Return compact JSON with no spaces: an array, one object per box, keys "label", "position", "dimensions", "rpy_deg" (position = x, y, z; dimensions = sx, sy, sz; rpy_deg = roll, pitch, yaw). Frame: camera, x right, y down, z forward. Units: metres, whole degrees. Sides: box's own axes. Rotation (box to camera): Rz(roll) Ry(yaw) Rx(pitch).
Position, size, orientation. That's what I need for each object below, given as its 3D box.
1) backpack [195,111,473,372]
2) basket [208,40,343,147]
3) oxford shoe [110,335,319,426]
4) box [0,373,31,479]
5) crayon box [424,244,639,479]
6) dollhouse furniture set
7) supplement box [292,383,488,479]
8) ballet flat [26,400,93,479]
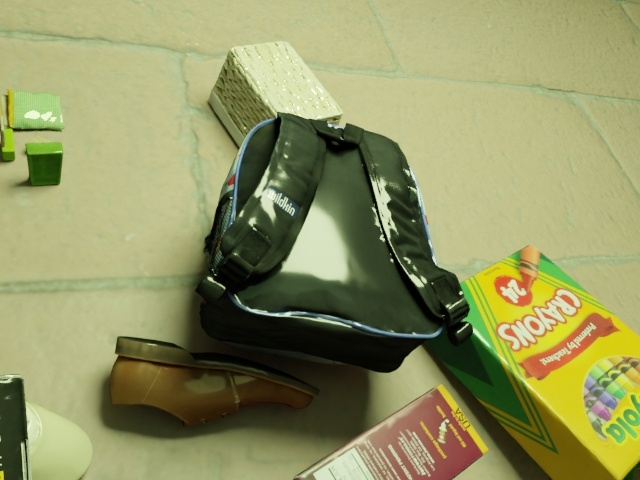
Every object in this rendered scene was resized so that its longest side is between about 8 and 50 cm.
[{"label":"backpack","position":[0.000,0.000,0.679],"dimensions":[0.276,0.213,0.264],"rpy_deg":[16,58,-20]},{"label":"basket","position":[-0.063,-0.186,0.860],"dimensions":[0.113,0.103,0.167],"rpy_deg":[-20,64,-35]},{"label":"oxford shoe","position":[-0.105,0.151,0.624],"dimensions":[0.212,0.076,0.076],"rpy_deg":[13,81,-17]},{"label":"box","position":[-0.336,0.227,0.352],"dimensions":[0.322,0.079,0.257],"rpy_deg":[0,76,-40]},{"label":"crayon box","position":[0.296,0.161,0.734],"dimensions":[0.202,0.081,0.318],"rpy_deg":[-22,57,-35]},{"label":"dollhouse furniture set","position":[-0.341,-0.141,0.735],"dimensions":[0.076,0.059,0.152],"rpy_deg":[-6,58,-27]},{"label":"supplement box","position":[0.055,0.229,0.597],"dimensions":[0.188,0.104,0.081],"rpy_deg":[-22,66,-34]},{"label":"ballet flat","position":[-0.315,0.155,0.508],"dimensions":[0.248,0.086,0.086],"rpy_deg":[15,51,-13]}]
